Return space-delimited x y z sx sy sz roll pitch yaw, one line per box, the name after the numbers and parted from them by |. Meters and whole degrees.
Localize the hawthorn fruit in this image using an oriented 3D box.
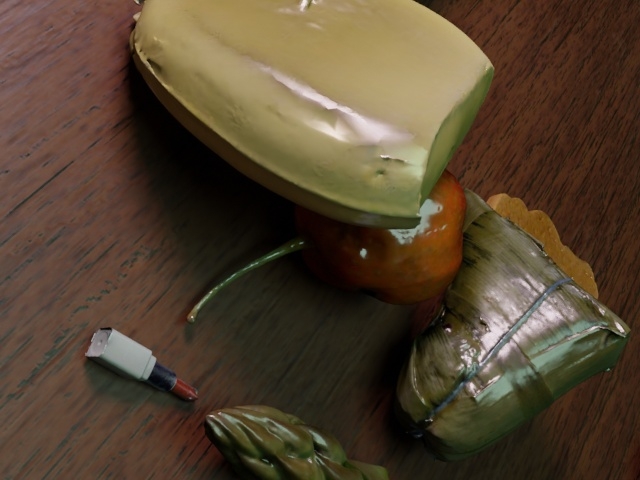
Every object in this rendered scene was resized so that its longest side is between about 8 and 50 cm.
0.000 0.000 0.742 0.286 0.165 0.165 -15 90 -19 | hawthorn fruit

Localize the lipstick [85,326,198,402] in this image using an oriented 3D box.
-0.139 0.107 0.643 0.107 0.025 0.025 40 58 -34 | lipstick

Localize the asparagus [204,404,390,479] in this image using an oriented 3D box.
-0.004 0.207 0.705 0.287 0.080 0.080 37 58 -38 | asparagus

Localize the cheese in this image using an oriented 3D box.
-0.016 -0.149 0.681 0.316 0.128 0.259 26 40 13 | cheese

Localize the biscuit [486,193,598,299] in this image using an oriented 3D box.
0.280 0.036 1.017 0.236 0.040 0.144 43 48 -23 | biscuit

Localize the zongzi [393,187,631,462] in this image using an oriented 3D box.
0.148 0.079 0.857 0.251 0.125 0.274 -28 58 -16 | zongzi
